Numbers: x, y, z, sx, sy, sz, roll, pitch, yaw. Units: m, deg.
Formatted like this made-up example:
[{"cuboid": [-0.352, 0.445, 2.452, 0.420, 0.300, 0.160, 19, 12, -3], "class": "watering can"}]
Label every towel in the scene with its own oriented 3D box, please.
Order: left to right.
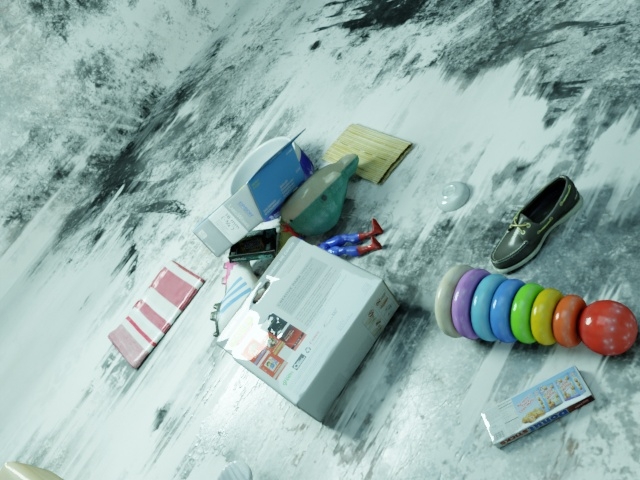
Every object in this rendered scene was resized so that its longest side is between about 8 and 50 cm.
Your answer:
[{"cuboid": [-0.517, 0.219, 1.976, 0.329, 0.037, 0.237, -53, 37, -12], "class": "towel"}]

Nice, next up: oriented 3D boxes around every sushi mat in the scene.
[{"cuboid": [0.126, -0.254, 1.814, 0.151, 0.019, 0.316, -49, 35, -4], "class": "sushi mat"}]

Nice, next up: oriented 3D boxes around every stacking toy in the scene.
[{"cuboid": [0.369, 0.131, 1.098, 0.330, 0.141, 0.141, 9, 61, 43], "class": "stacking toy"}]

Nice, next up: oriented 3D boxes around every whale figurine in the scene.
[{"cuboid": [0.018, -0.119, 1.706, 0.272, 0.141, 0.216, -45, 6, -31], "class": "whale figurine"}]

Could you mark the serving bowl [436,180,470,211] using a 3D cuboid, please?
[{"cuboid": [0.305, -0.108, 1.480, 0.083, 0.027, 0.083, -26, 40, 24], "class": "serving bowl"}]

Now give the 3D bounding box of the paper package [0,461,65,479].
[{"cuboid": [-0.601, 0.686, 1.351, 0.324, 0.168, 0.310, 20, 76, 26], "class": "paper package"}]

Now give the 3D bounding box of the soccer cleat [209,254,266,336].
[{"cuboid": [-0.195, 0.146, 1.681, 0.143, 0.116, 0.331, -1, 34, 3], "class": "soccer cleat"}]

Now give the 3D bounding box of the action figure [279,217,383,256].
[{"cuboid": [0.000, 0.000, 1.581, 0.280, 0.139, 0.092, -22, 39, 29], "class": "action figure"}]

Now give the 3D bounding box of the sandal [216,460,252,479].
[{"cuboid": [-0.190, 0.569, 1.256, 0.101, 0.076, 0.265, 22, 82, 28], "class": "sandal"}]

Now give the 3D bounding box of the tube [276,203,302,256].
[{"cuboid": [-0.083, -0.002, 1.743, 0.070, 0.062, 0.240, 116, 161, -54], "class": "tube"}]

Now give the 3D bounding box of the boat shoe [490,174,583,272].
[{"cuboid": [0.416, -0.034, 1.257, 0.228, 0.069, 0.081, -45, 35, 0], "class": "boat shoe"}]

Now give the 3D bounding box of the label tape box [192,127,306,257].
[{"cuboid": [-0.156, -0.120, 1.659, 0.333, 0.106, 0.241, -35, 10, 41], "class": "label tape box"}]

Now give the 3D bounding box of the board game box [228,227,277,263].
[{"cuboid": [-0.185, 0.012, 1.758, 0.126, 0.026, 0.186, -7, 20, 0], "class": "board game box"}]

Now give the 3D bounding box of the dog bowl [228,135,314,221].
[{"cuboid": [-0.153, -0.189, 1.958, 0.264, 0.104, 0.265, -27, 39, 25], "class": "dog bowl"}]

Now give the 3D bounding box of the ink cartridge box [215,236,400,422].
[{"cuboid": [-0.031, 0.181, 1.384, 0.271, 0.130, 0.309, 27, 75, 36], "class": "ink cartridge box"}]

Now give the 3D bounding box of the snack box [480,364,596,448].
[{"cuboid": [0.356, 0.275, 1.048, 0.178, 0.022, 0.064, -34, 36, 16], "class": "snack box"}]
